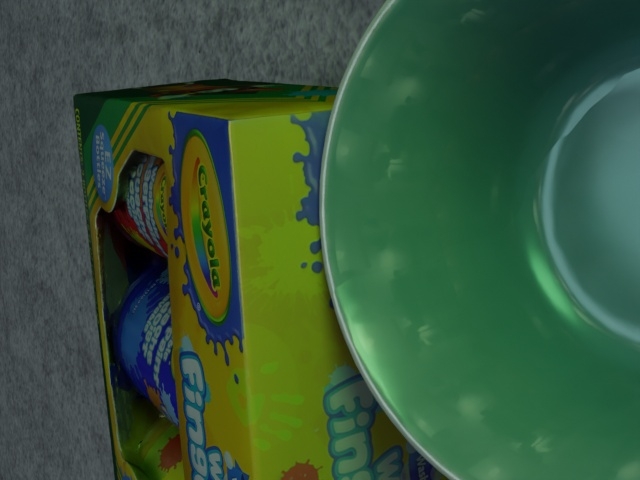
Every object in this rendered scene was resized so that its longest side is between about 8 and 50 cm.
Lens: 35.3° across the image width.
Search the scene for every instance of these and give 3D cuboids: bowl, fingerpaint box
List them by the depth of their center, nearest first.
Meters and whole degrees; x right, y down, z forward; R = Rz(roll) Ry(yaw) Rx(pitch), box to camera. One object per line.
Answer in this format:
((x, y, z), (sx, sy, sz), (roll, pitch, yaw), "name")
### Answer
((0.162, -0.014, 0.552), (0.311, 0.163, 0.311), (6, 99, 44), "bowl")
((-0.060, 0.102, 0.810), (0.371, 0.163, 0.444), (21, 117, 60), "fingerpaint box")
